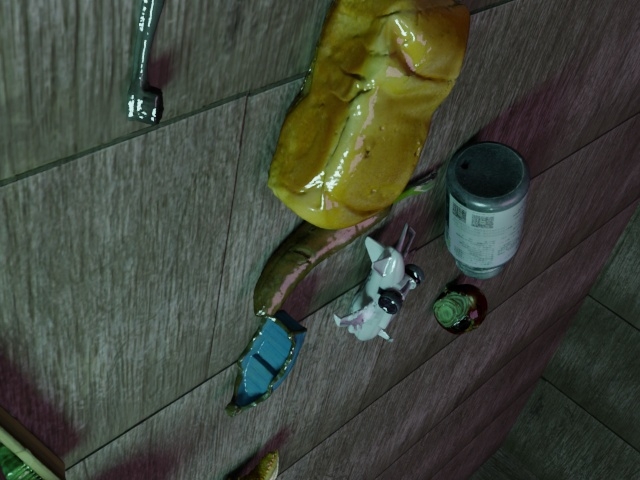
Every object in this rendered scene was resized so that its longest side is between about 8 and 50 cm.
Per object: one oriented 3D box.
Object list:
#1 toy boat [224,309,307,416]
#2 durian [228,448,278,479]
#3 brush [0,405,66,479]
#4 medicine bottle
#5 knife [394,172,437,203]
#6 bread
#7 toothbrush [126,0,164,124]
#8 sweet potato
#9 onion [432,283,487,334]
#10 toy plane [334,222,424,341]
[{"bbox_3d":[-0.089,0.188,1.223,0.077,0.075,0.185,-19,143,-52],"label":"toy boat"},{"bbox_3d":[-0.154,0.467,1.486,0.224,0.078,0.140,-56,143,-15],"label":"durian"},{"bbox_3d":[-0.342,0.226,0.899,0.048,0.054,0.282,-29,148,-15],"label":"brush"},{"bbox_3d":[0.296,-0.040,1.476,0.141,0.141,0.293,-42,152,-18],"label":"medicine bottle"},{"bbox_3d":[0.134,-0.073,1.308,0.184,0.026,0.022,-27,141,-35],"label":"knife"},{"bbox_3d":[0.059,-0.161,0.961,0.167,0.132,0.294,-4,129,-48],"label":"bread"},{"bbox_3d":[-0.135,-0.226,0.682,0.030,0.030,0.297,-61,169,-53],"label":"toothbrush"},{"bbox_3d":[0.000,0.000,1.138,0.273,0.075,0.075,-42,152,-14],"label":"sweet potato"},{"bbox_3d":[0.309,0.148,1.784,0.117,0.118,0.118,-27,166,29],"label":"onion"},{"bbox_3d":[0.102,0.096,1.385,0.251,0.101,0.255,-45,156,-39],"label":"toy plane"}]
